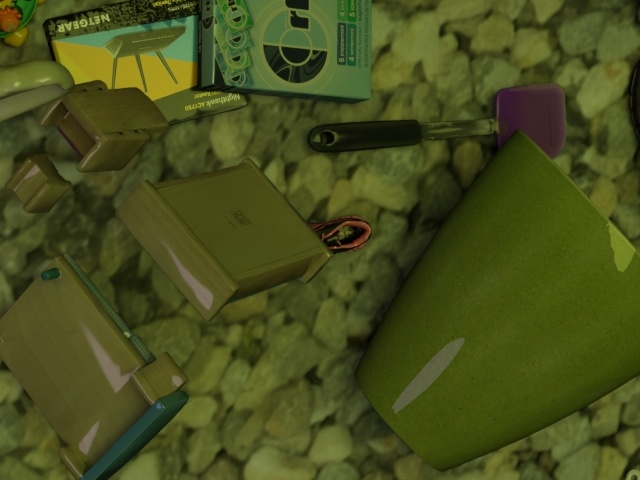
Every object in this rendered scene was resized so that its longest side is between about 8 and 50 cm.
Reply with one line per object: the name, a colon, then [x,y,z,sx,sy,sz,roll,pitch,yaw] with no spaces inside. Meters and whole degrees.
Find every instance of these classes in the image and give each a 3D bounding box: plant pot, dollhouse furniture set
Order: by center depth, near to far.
dollhouse furniture set: [-0.197,0.044,1.623,0.286,0.198,0.303,49,116,12]
plant pot: [0.184,0.086,1.643,0.293,0.275,0.275,-43,99,6]

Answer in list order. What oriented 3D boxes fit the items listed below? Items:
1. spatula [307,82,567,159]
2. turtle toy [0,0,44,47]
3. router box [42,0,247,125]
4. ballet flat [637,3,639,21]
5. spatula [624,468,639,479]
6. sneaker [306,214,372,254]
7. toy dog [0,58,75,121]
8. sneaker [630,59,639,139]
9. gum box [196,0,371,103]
spatula: [0.129,-0.117,1.725,0.296,0.030,0.084,-6,93,-14]
turtle toy: [-0.314,-0.257,1.603,0.095,0.066,0.130,27,84,-12]
router box: [-0.177,-0.178,1.645,0.179,0.046,0.133,-16,94,-13]
ballet flat: [0.464,-0.237,1.790,0.248,0.086,0.086,14,86,-11]
spatula: [0.350,0.383,1.782,0.168,0.019,0.242,26,84,-11]
sneaker: [0.000,0.000,1.682,0.119,0.057,0.047,-16,95,-12]
toy dog: [-0.442,-0.289,1.477,0.284,0.395,0.408,-9,84,-45]
sneaker: [0.395,-0.101,1.754,0.083,0.098,0.224,-7,92,-13]
gum box: [-0.035,-0.225,1.653,0.184,0.041,0.157,3,86,-29]
